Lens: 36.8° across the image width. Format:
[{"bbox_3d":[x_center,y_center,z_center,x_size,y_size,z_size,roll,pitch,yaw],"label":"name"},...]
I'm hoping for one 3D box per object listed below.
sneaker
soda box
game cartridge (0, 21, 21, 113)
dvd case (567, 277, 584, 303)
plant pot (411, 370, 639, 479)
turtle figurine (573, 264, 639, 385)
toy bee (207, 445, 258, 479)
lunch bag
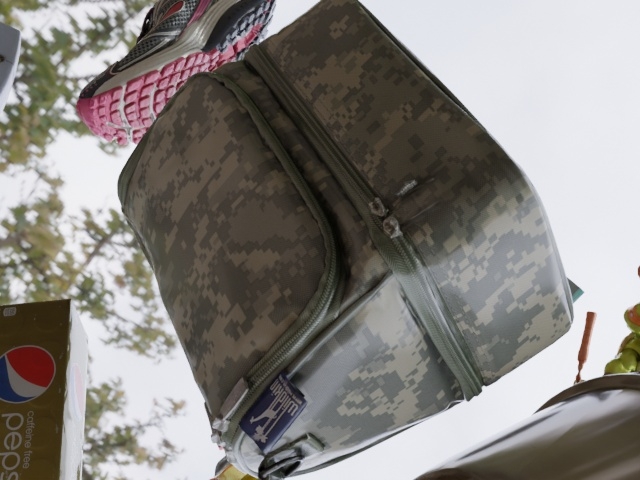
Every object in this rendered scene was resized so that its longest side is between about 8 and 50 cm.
[{"bbox_3d":[-0.180,-0.220,1.134,0.112,0.121,0.299,35,-129,10],"label":"sneaker"},{"bbox_3d":[-0.198,0.132,0.658,0.061,0.058,0.181,-6,-126,-2],"label":"soda box"},{"bbox_3d":[-0.438,-0.153,0.989,0.062,0.198,0.297,-55,-168,43],"label":"game cartridge"},{"bbox_3d":[0.319,0.081,1.367,0.087,0.013,0.119,-46,-164,7],"label":"dvd case"},{"bbox_3d":[0.200,0.261,0.746,0.323,0.280,0.323,-11,-104,50],"label":"plant pot"},{"bbox_3d":[0.343,0.136,1.027,0.087,0.217,0.269,22,-139,31],"label":"turtle figurine"},{"bbox_3d":[-0.115,0.339,1.301,0.195,0.298,0.162,-36,-108,1],"label":"toy bee"},{"bbox_3d":[0.000,0.000,0.705,0.256,0.212,0.305,-34,-131,1],"label":"lunch bag"}]
